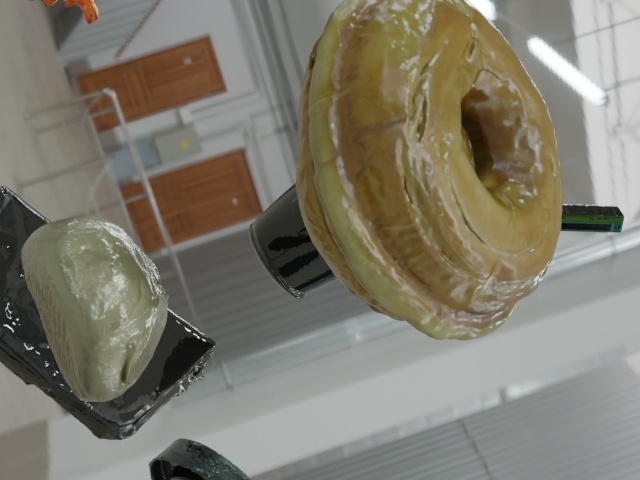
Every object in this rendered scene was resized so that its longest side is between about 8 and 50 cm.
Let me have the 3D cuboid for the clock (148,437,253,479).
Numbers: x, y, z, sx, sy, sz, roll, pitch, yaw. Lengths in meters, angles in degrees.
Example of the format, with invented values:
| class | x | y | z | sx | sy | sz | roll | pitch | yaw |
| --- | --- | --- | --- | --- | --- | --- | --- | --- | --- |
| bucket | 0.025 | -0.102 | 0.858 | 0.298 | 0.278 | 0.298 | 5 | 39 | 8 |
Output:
| class | x | y | z | sx | sy | sz | roll | pitch | yaw |
| --- | --- | --- | --- | --- | --- | --- | --- | --- | --- |
| clock | -0.133 | 0.360 | 1.391 | 0.226 | 0.049 | 0.226 | 31 | -35 | 24 |

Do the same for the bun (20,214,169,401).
| class | x | y | z | sx | sy | sz | roll | pitch | yaw |
| --- | --- | --- | --- | --- | --- | --- | --- | --- | --- |
| bun | -0.197 | 0.057 | 0.952 | 0.166 | 0.113 | 0.173 | 64 | -22 | 12 |

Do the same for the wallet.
| class | x | y | z | sx | sy | sz | roll | pitch | yaw |
| --- | --- | --- | --- | --- | --- | --- | --- | --- | --- |
| wallet | -0.322 | 0.085 | 1.269 | 0.378 | 0.197 | 0.051 | 34 | -42 | 13 |

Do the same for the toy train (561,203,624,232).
| class | x | y | z | sx | sy | sz | roll | pitch | yaw |
| --- | --- | --- | --- | --- | --- | --- | --- | --- | --- |
| toy train | 0.433 | -0.038 | 1.860 | 0.044 | 0.209 | 0.042 | -94 | -173 | -64 |

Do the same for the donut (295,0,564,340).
| class | x | y | z | sx | sy | sz | roll | pitch | yaw |
| --- | --- | --- | --- | --- | --- | --- | --- | --- | --- |
| donut | 0.141 | -0.098 | 1.267 | 0.449 | 0.198 | 0.448 | 20 | 63 | -45 |

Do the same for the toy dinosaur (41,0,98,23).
| class | x | y | z | sx | sy | sz | roll | pitch | yaw |
| --- | --- | --- | --- | --- | --- | --- | --- | --- | --- |
| toy dinosaur | -0.396 | -0.403 | 1.465 | 0.288 | 0.117 | 0.070 | 57 | -25 | 21 |

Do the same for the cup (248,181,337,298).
| class | x | y | z | sx | sy | sz | roll | pitch | yaw |
| --- | --- | --- | --- | --- | --- | --- | --- | --- | --- |
| cup | 0.000 | 0.000 | 1.649 | 0.169 | 0.177 | 0.223 | 59 | 11 | 26 |
